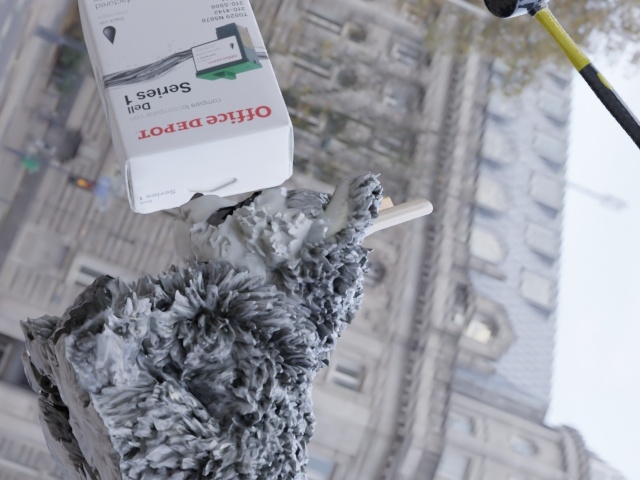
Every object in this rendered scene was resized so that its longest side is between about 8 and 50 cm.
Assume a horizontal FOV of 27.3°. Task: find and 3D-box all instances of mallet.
[{"bbox_3d":[0.207,-0.143,1.024,0.062,0.189,0.039,-39,175,-38],"label":"mallet"}]

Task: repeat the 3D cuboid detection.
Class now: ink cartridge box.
[{"bbox_3d":[-0.129,-0.151,1.254,0.092,0.160,0.219,95,-22,-58],"label":"ink cartridge box"}]

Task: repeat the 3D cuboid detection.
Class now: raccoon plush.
[{"bbox_3d":[-0.020,0.159,0.989,0.446,0.299,0.216,64,-26,9],"label":"raccoon plush"}]

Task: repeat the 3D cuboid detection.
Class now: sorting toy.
[{"bbox_3d":[0.000,0.000,1.511,0.208,0.038,0.193,-25,176,36],"label":"sorting toy"}]
